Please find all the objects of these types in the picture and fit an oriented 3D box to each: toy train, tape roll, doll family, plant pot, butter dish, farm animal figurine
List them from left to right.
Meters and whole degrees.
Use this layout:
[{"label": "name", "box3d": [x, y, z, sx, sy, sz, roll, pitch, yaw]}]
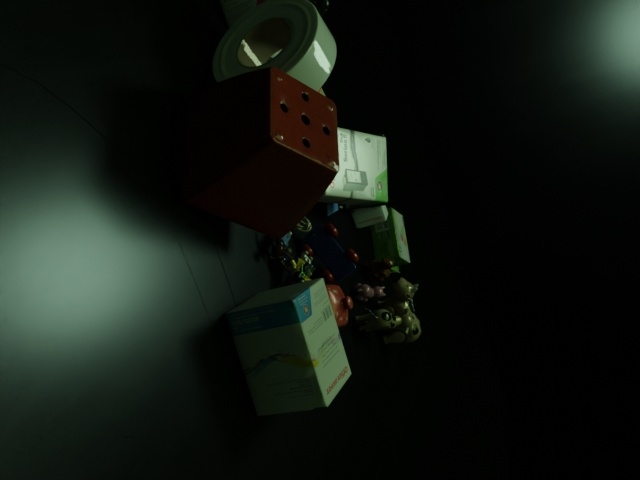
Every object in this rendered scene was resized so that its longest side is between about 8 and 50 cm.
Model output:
[{"label": "plant pot", "box3d": [-0.105, -0.195, 1.355, 0.267, 0.235, 0.267, 22, 54, -39]}, {"label": "tape roll", "box3d": [-0.108, -0.430, 1.527, 0.100, 0.286, 0.286, 46, 37, -50]}, {"label": "doll family", "box3d": [-0.071, 0.049, 1.597, 0.193, 0.076, 0.111, 48, 29, -15]}, {"label": "toy train", "box3d": [0.000, 0.000, 1.796, 0.248, 0.105, 0.143, 51, 1, 6]}, {"label": "butter dish", "box3d": [0.027, 0.172, 1.706, 0.160, 0.118, 0.160, 8, 70, -67]}, {"label": "farm animal figurine", "box3d": [0.243, 0.217, 2.117, 0.327, 0.172, 0.330, 61, 27, -32]}]

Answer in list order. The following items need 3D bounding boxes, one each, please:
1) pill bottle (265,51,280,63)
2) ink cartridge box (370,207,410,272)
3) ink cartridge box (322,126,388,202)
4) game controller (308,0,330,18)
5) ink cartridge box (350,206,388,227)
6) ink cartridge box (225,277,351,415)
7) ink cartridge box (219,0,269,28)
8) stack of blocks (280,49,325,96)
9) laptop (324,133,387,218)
[{"label": "pill bottle", "box3d": [-0.141, -0.410, 1.669, 0.108, 0.107, 0.180, 46, 37, -51]}, {"label": "ink cartridge box", "box3d": [0.275, 0.004, 2.423, 0.255, 0.096, 0.189, 24, 55, -61]}, {"label": "ink cartridge box", "box3d": [0.065, -0.209, 1.880, 0.272, 0.114, 0.199, 1, 86, -46]}, {"label": "game controller", "box3d": [-0.114, -0.690, 1.725, 0.319, 0.166, 0.067, 52, 43, 0]}, {"label": "ink cartridge box", "box3d": [0.151, -0.130, 2.190, 0.063, 0.109, 0.151, -60, 132, -66]}, {"label": "ink cartridge box", "box3d": [-0.063, 0.225, 1.392, 0.171, 0.168, 0.233, -29, 104, -66]}, {"label": "ink cartridge box", "box3d": [-0.181, -0.678, 1.649, 0.237, 0.171, 0.100, 71, 23, -11]}, {"label": "stack of blocks", "box3d": [-0.074, -0.440, 1.873, 0.297, 0.087, 0.171, 61, 27, -33]}, {"label": "laptop", "box3d": [0.109, -0.204, 2.031, 0.136, 0.264, 0.235, -155, -120, -68]}]
